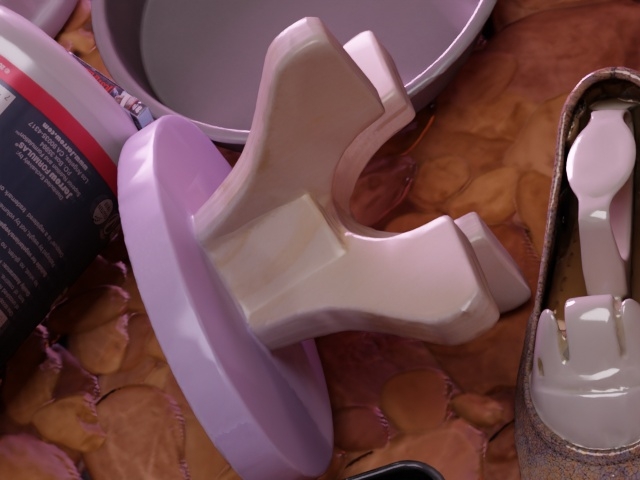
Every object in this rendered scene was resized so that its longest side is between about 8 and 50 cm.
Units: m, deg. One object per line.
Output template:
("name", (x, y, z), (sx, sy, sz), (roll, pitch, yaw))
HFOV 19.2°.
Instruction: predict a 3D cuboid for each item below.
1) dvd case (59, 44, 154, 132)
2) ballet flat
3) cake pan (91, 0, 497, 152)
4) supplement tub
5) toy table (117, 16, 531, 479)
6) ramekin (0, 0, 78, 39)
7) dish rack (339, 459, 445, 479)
("dvd case", (-0.146, -0.087, 1.265), (0.119, 0.087, 0.013), (34, 69, 30))
("ballet flat", (0.160, 0.034, 1.087), (0.107, 0.106, 0.316), (-4, 58, 14))
("cake pan", (-0.011, -0.175, 1.300), (0.293, 0.054, 0.293), (-8, 57, 12))
("supplement tub", (-0.254, -0.002, 1.181), (0.191, 0.191, 0.272), (30, 71, 30))
("toy table", (0.000, 0.000, 1.090), (0.161, 0.252, 0.274), (-32, 53, 13))
("ramekin", (-0.311, -0.227, 1.378), (0.273, 0.127, 0.273), (-7, 58, 12))
("dish rack", (0.007, 0.272, 1.004), (0.208, 0.074, 0.271), (-20, 56, 5))
